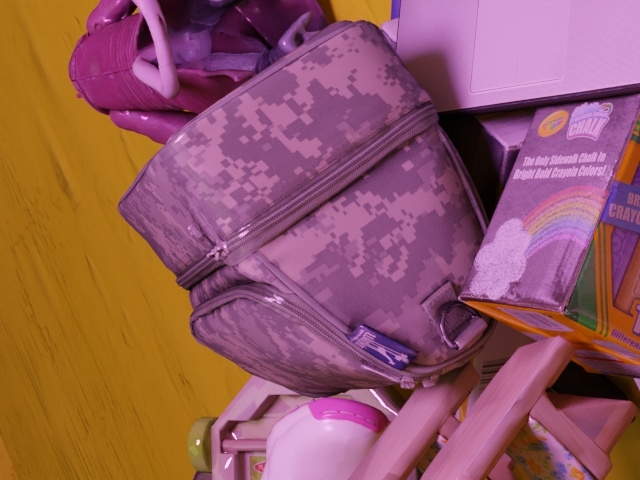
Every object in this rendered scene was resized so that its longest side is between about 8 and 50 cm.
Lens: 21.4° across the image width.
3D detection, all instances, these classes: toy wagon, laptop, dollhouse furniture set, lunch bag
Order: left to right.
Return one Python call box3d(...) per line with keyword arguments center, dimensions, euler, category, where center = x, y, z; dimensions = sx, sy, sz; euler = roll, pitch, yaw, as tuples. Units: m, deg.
box3d(center=(0.000, 0.000, 1.318), dimensions=(0.256, 0.212, 0.305), euler=(53, 162, -2), category="lunch bag")
box3d(center=(0.002, 0.213, 1.601), dimensions=(0.267, 0.068, 0.345), euler=(-3, 87, 28), category="toy wagon")
box3d(center=(0.077, -0.308, 1.150), dimensions=(0.382, 0.236, 0.408), euler=(-1, 82, 62), category="laptop")
box3d(center=(0.142, 0.308, 1.262), dimensions=(0.362, 0.256, 0.394), euler=(44, 156, -10), category="dollhouse furniture set")

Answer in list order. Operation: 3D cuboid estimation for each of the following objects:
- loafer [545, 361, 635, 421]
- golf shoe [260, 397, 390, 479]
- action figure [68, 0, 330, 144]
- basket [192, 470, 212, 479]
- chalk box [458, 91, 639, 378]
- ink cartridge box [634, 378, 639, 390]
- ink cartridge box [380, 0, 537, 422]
box3d(center=(0.195, 0.111, 1.404), dimensions=(0.170, 0.062, 0.061), euler=(24, 123, 54), category="loafer")
box3d(center=(-0.014, 0.253, 1.431), dimensions=(0.306, 0.115, 0.140), euler=(113, 169, -46), category="golf shoe")
box3d(center=(-0.151, -0.165, 1.667), dimensions=(0.370, 0.275, 0.248), euler=(-9, 105, 48), category="action figure")
box3d(center=(0.017, 0.272, 1.718), dimensions=(0.227, 0.204, 0.154), euler=(38, 150, 31), category="basket")
box3d(center=(0.214, -0.025, 1.165), dimensions=(0.132, 0.132, 0.213), euler=(4, 67, 63), category="chalk box")
box3d(center=(0.288, 0.103, 1.226), dimensions=(0.104, 0.060, 0.180), euler=(65, 152, 12), category="ink cartridge box")
box3d(center=(0.093, -0.024, 1.443), dimensions=(0.307, 0.072, 0.304), euler=(-130, 35, -50), category="ink cartridge box")
